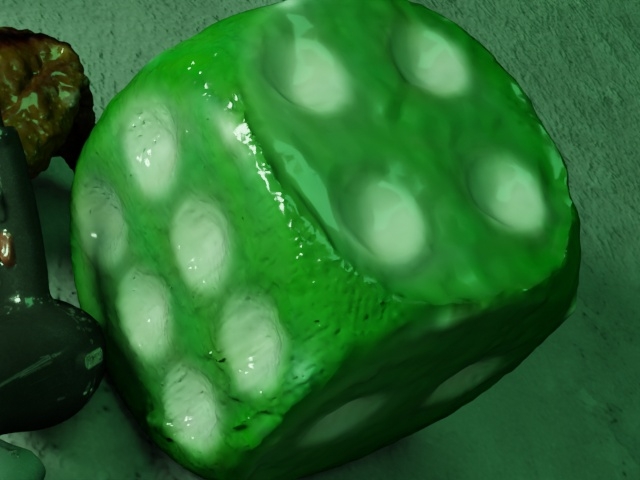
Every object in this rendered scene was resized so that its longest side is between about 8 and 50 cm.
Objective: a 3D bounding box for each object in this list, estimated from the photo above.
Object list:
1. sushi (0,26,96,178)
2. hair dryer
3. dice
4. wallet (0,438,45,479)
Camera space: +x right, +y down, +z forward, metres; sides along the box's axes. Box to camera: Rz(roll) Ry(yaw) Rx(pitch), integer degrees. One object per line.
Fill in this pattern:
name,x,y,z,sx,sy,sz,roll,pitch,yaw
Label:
sushi,-0.304,-0.089,1.002,0.296,0.179,0.167,-21,82,-45
hair dryer,-0.226,0.004,0.875,0.235,0.091,0.272,-30,111,-77
dice,0.000,0.000,1.007,0.300,0.287,0.297,-11,67,-37
wallet,-0.331,0.172,0.781,0.290,0.054,0.251,25,35,-8
